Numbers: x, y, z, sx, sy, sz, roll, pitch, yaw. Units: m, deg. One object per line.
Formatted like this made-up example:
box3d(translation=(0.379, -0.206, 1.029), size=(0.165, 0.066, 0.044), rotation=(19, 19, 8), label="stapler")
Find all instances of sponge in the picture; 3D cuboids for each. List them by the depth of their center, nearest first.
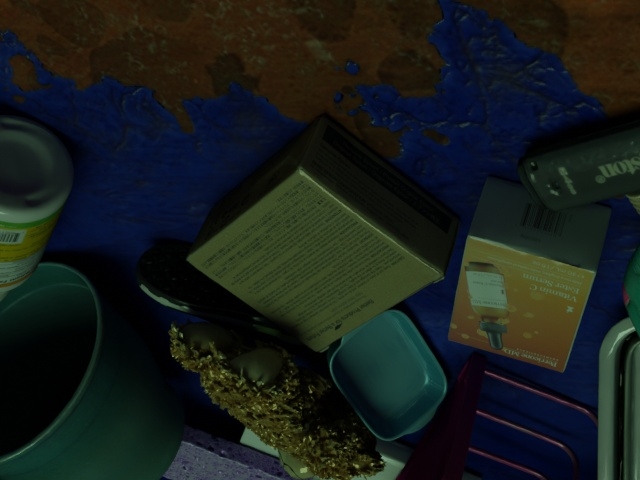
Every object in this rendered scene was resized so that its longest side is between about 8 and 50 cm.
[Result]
box3d(translation=(-0.119, 0.317, 1.846), size=(0.210, 0.031, 0.117), rotation=(21, 141, 2), label="sponge")

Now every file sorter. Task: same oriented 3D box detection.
box3d(translation=(0.192, 0.323, 1.601), size=(0.182, 0.202, 0.290), rotation=(22, 132, -2), label="file sorter")

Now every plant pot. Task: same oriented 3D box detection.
box3d(translation=(-0.313, 0.206, 1.716), size=(0.272, 0.271, 0.255), rotation=(-5, 147, 31), label="plant pot")

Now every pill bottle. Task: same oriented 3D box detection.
box3d(translation=(-0.379, -0.023, 1.570), size=(0.136, 0.136, 0.245), rotation=(29, 141, -7), label="pill bottle")

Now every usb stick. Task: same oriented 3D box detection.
box3d(translation=(0.311, -0.084, 1.236), size=(0.278, 0.045, 0.077), rotation=(-15, 129, 38), label="usb stick")

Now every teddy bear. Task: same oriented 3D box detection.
box3d(translation=(-0.053, 0.198, 1.588), size=(0.245, 0.113, 0.338), rotation=(23, 167, 21), label="teddy bear")

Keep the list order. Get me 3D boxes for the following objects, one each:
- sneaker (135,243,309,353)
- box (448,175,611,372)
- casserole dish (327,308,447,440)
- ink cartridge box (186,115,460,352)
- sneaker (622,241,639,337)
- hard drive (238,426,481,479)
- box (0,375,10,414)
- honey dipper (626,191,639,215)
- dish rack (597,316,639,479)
box3d(translation=(-0.110, 0.083, 1.601), size=(0.235, 0.084, 0.097), rotation=(20, 143, 5), label="sneaker")
box3d(translation=(0.210, 0.036, 1.385), size=(0.130, 0.091, 0.170), rotation=(15, 140, 10), label="box")
box3d(translation=(0.074, 0.151, 1.583), size=(0.188, 0.114, 0.037), rotation=(56, 171, -35), label="casserole dish")
box3d(translation=(0.000, 0.000, 1.449), size=(0.193, 0.088, 0.235), rotation=(36, 139, -17), label="ink cartridge box")
box3d(translation=(0.408, 0.084, 1.290), size=(0.296, 0.123, 0.178), rotation=(29, 128, -7), label="sneaker")
box3d(translation=(0.039, 0.315, 1.825), size=(0.308, 0.040, 0.203), rotation=(23, 141, 0), label="hard drive")
box3d(translation=(-0.420, 0.315, 1.935), size=(0.143, 0.191, 0.381), rotation=(-1, 134, 27), label="box")
box3d(translation=(0.346, 0.000, 1.327), size=(0.030, 0.030, 0.160), rotation=(-15, 129, 37), label="honey dipper")
box3d(translation=(0.458, 0.214, 1.403), size=(0.333, 0.072, 0.285), rotation=(3, 101, 24), label="dish rack")
